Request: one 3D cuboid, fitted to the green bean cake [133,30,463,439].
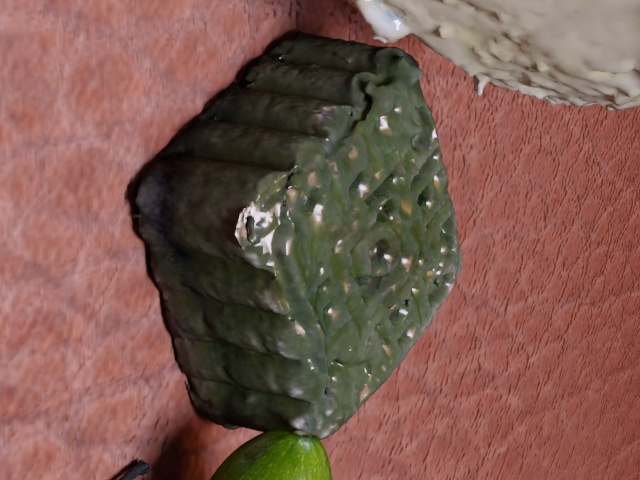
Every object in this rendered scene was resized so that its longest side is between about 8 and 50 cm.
[{"bbox_3d":[0.000,0.000,0.727,0.173,0.094,0.181,-47,136,-38],"label":"green bean cake"}]

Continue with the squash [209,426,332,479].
[{"bbox_3d":[-0.054,0.233,0.710,0.082,0.082,0.293,-12,119,-56],"label":"squash"}]

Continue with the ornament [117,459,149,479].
[{"bbox_3d":[-0.119,0.168,0.661,0.125,0.028,0.073,-32,127,-51],"label":"ornament"}]

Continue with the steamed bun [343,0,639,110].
[{"bbox_3d":[0.103,-0.249,0.676,0.312,0.233,0.334,-62,142,-29],"label":"steamed bun"}]
